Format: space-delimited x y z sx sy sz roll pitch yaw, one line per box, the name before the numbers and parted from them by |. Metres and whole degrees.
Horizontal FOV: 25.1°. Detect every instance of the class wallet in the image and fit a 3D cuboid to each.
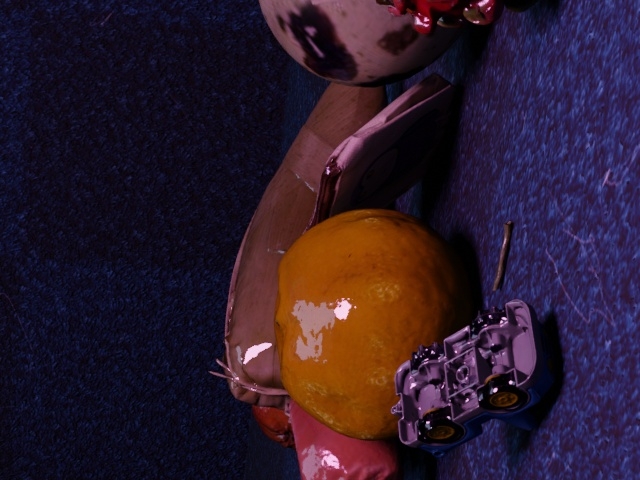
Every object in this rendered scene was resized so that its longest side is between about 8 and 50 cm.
wallet | 0.067 -0.078 1.875 0.275 0.068 0.335 -45 -13 -27

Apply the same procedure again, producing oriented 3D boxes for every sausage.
sausage | 0.030 0.257 1.859 0.254 0.148 0.148 -111 26 -60

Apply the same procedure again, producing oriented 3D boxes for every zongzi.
zongzi | -0.022 -0.005 2.098 0.500 0.218 0.467 -72 -9 -54

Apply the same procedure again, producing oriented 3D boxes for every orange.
orange | 0.057 0.099 1.727 0.279 0.235 0.279 -175 90 -76

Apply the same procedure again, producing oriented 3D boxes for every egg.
egg | 0.065 -0.368 1.727 0.287 0.287 0.379 134 153 -77

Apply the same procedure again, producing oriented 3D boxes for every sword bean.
sword bean | 0.200 0.018 1.578 0.012 0.012 0.083 -107 23 -66

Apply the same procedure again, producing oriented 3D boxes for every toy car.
toy car | 0.163 0.146 1.438 0.191 0.100 0.097 -35 43 35

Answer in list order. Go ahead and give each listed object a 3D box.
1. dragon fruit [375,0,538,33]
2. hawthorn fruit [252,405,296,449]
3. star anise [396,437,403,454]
dragon fruit | 0.151 -0.338 1.418 0.218 0.198 0.273 44 137 44
hawthorn fruit | -0.024 0.260 2.475 0.179 0.179 0.200 105 -173 -52
star anise | 0.077 0.277 2.020 0.209 0.089 0.231 -82 7 -56
